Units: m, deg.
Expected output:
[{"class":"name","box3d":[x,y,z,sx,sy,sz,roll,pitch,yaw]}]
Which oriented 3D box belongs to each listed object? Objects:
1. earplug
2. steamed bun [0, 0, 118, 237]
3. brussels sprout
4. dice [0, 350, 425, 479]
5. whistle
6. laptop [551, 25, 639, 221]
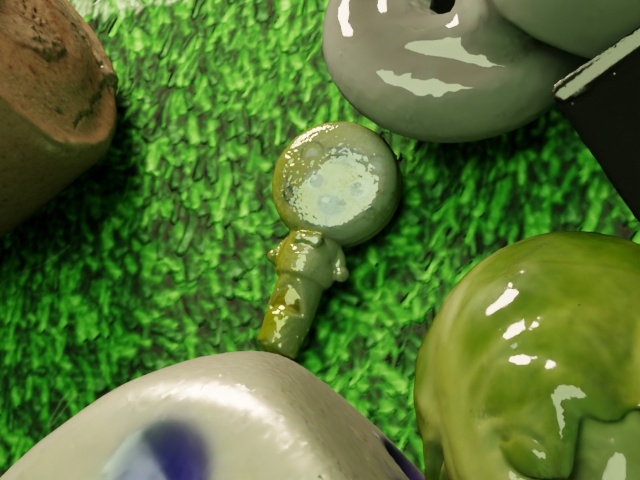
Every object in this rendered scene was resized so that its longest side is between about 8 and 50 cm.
[{"class":"earplug","box3d":[0.148,-0.197,1.052,0.326,0.175,0.214,-22,50,32]},{"class":"steamed bun","box3d":[-0.306,-0.119,1.276,0.251,0.199,0.301,-44,38,23]},{"class":"brussels sprout","box3d":[0.163,0.107,0.822,0.244,0.244,0.244,-15,55,23]},{"class":"dice","box3d":[-0.044,0.267,0.817,0.304,0.277,0.304,-43,50,4]},{"class":"whistle","box3d":[0.000,0.000,1.105,0.104,0.057,0.198,14,77,20]},{"class":"laptop","box3d":[0.275,-0.107,0.961,0.197,0.135,0.016,-36,9,8]}]
